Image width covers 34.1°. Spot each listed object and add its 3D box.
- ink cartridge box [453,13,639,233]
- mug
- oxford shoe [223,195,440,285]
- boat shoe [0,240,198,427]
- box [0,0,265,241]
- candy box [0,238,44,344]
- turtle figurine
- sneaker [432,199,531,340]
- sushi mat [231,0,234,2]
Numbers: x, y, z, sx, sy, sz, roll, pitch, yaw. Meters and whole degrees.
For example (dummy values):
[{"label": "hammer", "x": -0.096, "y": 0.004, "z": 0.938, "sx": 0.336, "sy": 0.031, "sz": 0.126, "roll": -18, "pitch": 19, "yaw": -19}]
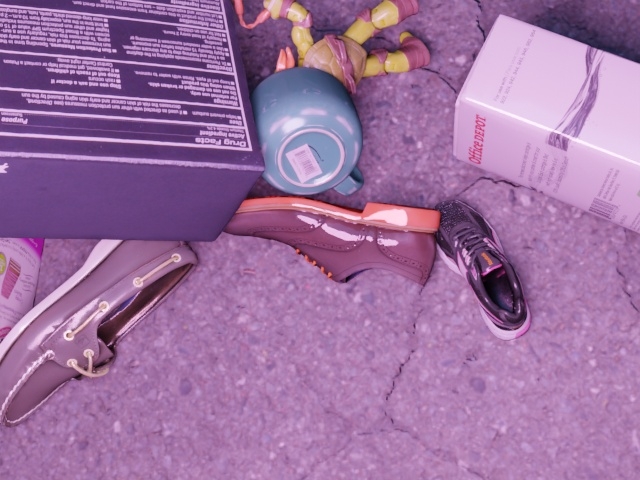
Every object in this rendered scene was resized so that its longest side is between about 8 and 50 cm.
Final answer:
[{"label": "ink cartridge box", "x": 0.294, "y": -0.118, "z": 1.153, "sx": 0.272, "sy": 0.198, "sz": 0.115, "roll": 24, "pitch": 79, "yaw": 12}, {"label": "mug", "x": -0.005, "y": -0.113, "z": 1.173, "sx": 0.157, "sy": 0.130, "sz": 0.097, "roll": 11, "pitch": 31, "yaw": -18}, {"label": "oxford shoe", "x": 0.000, "y": 0.000, "z": 1.213, "sx": 0.271, "sy": 0.097, "sz": 0.098, "roll": 5, "pitch": 92, "yaw": 16}, {"label": "boat shoe", "x": -0.269, "y": 0.101, "z": 1.206, "sx": 0.091, "sy": 0.109, "sz": 0.305, "roll": 37, "pitch": 78, "yaw": 19}, {"label": "box", "x": -0.246, "y": -0.163, "z": 1.142, "sx": 0.296, "sy": 0.183, "sz": 0.294, "roll": 2, "pitch": 61, "yaw": -26}, {"label": "candy box", "x": -0.390, "y": 0.021, "z": 1.215, "sx": 0.071, "sy": 0.159, "sz": 0.234, "roll": 2, "pitch": 75, "yaw": 9}, {"label": "turtle figurine", "x": 0.018, "y": -0.224, "z": 1.223, "sx": 0.217, "sy": 0.087, "sz": 0.270, "roll": -30, "pitch": 110, "yaw": -17}, {"label": "sneaker", "x": 0.188, "y": 0.024, "z": 1.190, "sx": 0.072, "sy": 0.077, "sz": 0.178, "roll": -32, "pitch": 73, "yaw": -4}, {"label": "sushi mat", "x": -0.219, "y": -0.430, "z": 1.358, "sx": 0.151, "sy": 0.019, "sz": 0.317, "roll": -18, "pitch": 71, "yaw": -30}]
